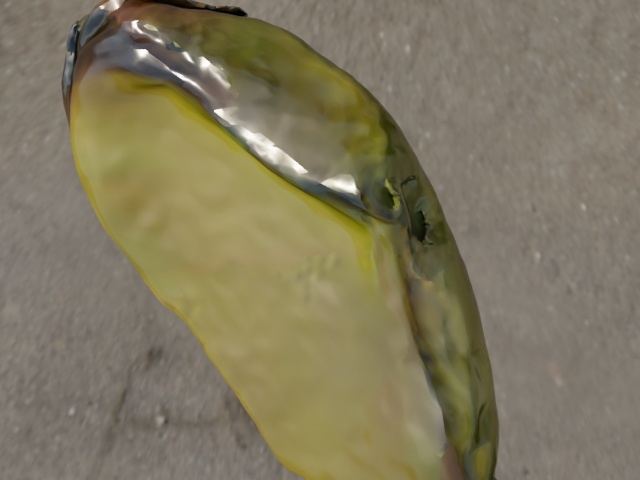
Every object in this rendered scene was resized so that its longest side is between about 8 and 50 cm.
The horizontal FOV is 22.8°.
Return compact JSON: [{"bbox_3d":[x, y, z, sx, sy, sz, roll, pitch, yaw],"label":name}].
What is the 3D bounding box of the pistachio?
[{"bbox_3d":[0.000,0.000,0.426,0.173,0.049,0.089,53,133,1],"label":"pistachio"}]
